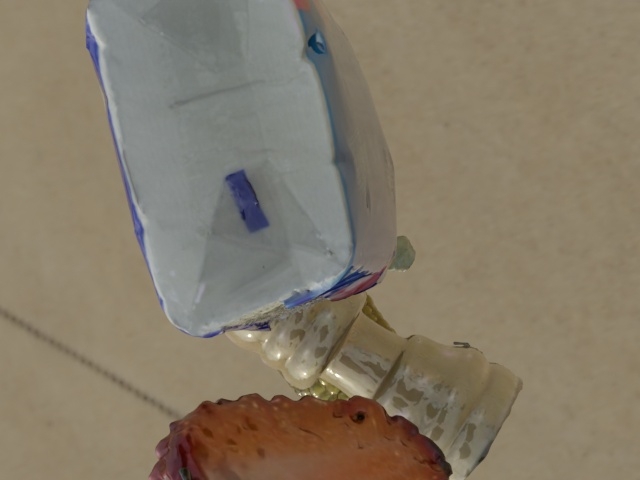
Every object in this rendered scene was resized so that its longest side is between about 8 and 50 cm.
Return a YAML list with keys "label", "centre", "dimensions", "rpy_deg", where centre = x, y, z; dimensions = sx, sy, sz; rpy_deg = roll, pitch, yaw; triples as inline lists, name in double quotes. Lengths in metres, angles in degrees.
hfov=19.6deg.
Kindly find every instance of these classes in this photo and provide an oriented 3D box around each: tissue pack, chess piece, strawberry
- label: "tissue pack"
  centre: [-0.034, -0.054, 1.080]
  dimensions: [0.137, 0.269, 0.209]
  rpy_deg: [-14, 86, 4]
- label: "chess piece"
  centre: [-0.001, 0.071, 1.439]
  dimensions: [0.307, 0.139, 0.124]
  rpy_deg: [33, 133, 1]
- label: "strawberry"
  centre: [-0.013, 0.192, 1.215]
  dimensions: [0.190, 0.236, 0.111]
  rpy_deg: [43, 122, 22]

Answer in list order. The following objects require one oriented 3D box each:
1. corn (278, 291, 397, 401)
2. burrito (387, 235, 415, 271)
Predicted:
- label: "corn"
  centre: [-0.036, 0.052, 1.994]
  dimensions: [0.387, 0.144, 0.144]
  rpy_deg: [46, 131, 16]
- label: "burrito"
  centre: [0.000, -0.002, 1.712]
  dimensions: [0.058, 0.188, 0.045]
  rpy_deg: [-6, 76, 60]
